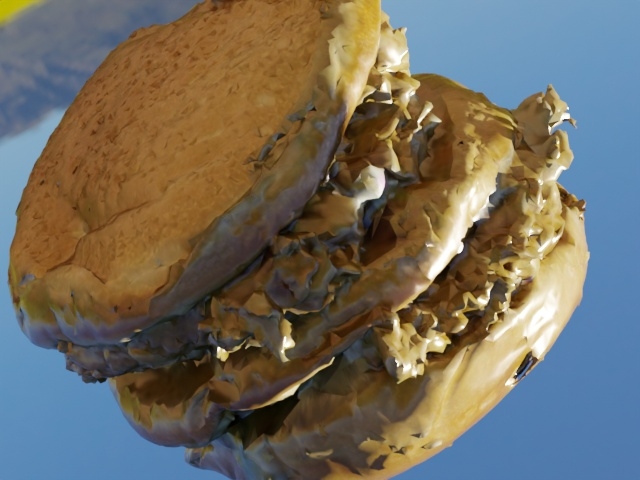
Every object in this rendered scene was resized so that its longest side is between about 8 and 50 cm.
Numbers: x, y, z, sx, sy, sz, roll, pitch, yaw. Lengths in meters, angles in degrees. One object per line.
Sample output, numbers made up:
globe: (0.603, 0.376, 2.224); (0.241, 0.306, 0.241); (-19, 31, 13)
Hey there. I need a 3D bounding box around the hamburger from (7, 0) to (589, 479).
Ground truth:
hamburger: (-0.004, -0.002, 0.818); (0.260, 0.211, 0.245); (-37, -154, 12)
